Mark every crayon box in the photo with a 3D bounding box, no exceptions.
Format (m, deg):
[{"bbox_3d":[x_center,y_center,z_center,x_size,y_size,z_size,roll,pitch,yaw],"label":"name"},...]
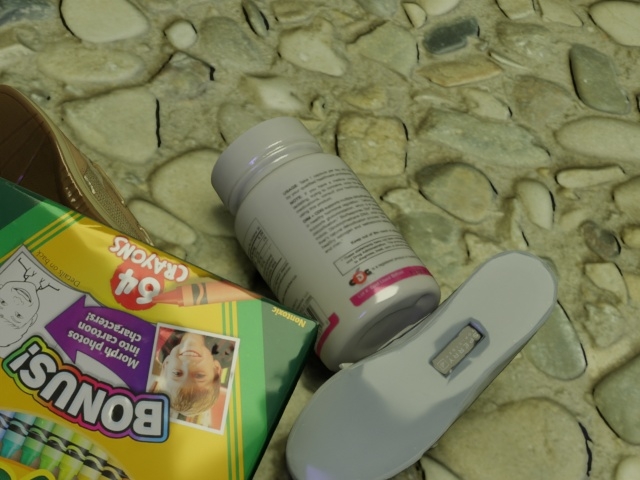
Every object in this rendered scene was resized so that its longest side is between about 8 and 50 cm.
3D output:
[{"bbox_3d":[-0.229,0.154,1.505,0.362,0.106,0.313,24,74,4],"label":"crayon box"}]

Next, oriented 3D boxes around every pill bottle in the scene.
[{"bbox_3d":[0.000,0.000,1.798,0.160,0.160,0.283,-19,62,-34],"label":"pill bottle"}]

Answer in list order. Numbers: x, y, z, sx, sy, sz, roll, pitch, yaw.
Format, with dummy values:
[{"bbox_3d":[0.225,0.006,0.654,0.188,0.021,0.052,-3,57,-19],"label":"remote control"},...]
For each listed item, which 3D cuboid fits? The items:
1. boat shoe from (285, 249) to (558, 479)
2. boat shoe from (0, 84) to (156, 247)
[{"bbox_3d":[0.109,0.156,1.738,0.367,0.156,0.136,-43,80,-12],"label":"boat shoe"},{"bbox_3d":[-0.287,-0.034,1.751,0.341,0.121,0.110,53,15,19],"label":"boat shoe"}]
